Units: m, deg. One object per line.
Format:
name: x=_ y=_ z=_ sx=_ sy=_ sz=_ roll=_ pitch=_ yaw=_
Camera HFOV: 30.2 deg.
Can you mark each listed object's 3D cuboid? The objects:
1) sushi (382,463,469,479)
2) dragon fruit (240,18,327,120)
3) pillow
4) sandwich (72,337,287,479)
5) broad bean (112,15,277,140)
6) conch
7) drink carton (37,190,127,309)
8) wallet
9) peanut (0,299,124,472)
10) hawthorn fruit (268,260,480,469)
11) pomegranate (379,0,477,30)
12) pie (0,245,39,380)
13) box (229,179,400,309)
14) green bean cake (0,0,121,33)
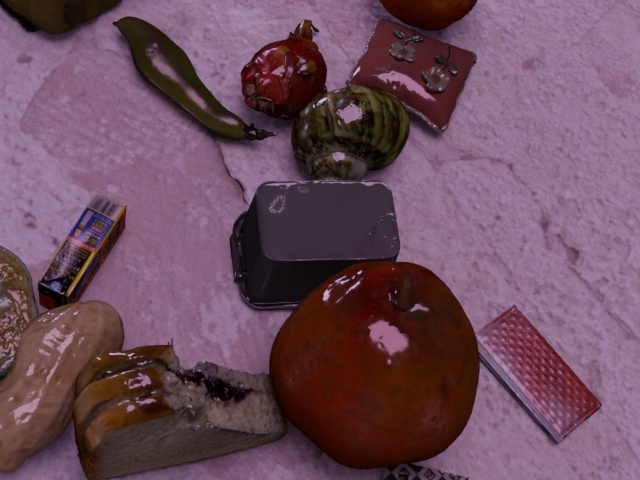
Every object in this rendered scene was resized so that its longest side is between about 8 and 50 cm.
sushi: x=0.135 y=0.364 z=1.588 sx=0.126 sy=0.026 sz=0.120 roll=16 pitch=57 yaw=-9
dragon fruit: x=-0.045 y=-0.277 z=1.851 sx=0.125 sy=0.125 sz=0.246 roll=44 pitch=35 yaw=-23
pillow: x=0.149 y=-0.276 z=1.908 sx=0.179 sy=0.075 sz=0.171 roll=24 pitch=58 yaw=2
sandwich: x=-0.166 y=0.209 z=1.477 sx=0.288 sy=0.254 sz=0.100 roll=-9 pitch=62 yaw=-19
broad bean: x=-0.202 y=-0.236 z=1.821 sx=0.325 sy=0.067 sz=0.075 roll=42 pitch=92 yaw=9
conch: x=0.051 y=-0.149 z=1.782 sx=0.187 sy=0.124 sz=0.181 roll=30 pitch=95 yaw=-30
drink carton: x=-0.332 y=0.018 z=1.645 sx=0.056 sy=0.071 sz=0.166 roll=25 pitch=59 yaw=6
wallet: x=0.311 y=0.192 z=1.722 sx=0.103 sy=0.020 sz=0.196 roll=-34 pitch=73 yaw=-25
peanut: x=-0.355 y=0.176 z=1.528 sx=0.123 sy=0.123 sz=0.257 roll=33 pitch=61 yaw=6
hawthorn fruit: x=0.085 y=0.142 z=1.531 sx=0.277 sy=0.298 sz=0.277 roll=10 pitch=43 yaw=-9
pomegranate: x=0.183 y=-0.453 z=1.923 sx=0.210 sy=0.235 sz=0.210 roll=3 pitch=80 yaw=-14
pie: x=-0.492 y=0.094 z=1.579 sx=0.240 sy=0.054 sz=0.240 roll=6 pitch=63 yaw=-11
box: x=0.000 y=0.000 z=1.691 sx=0.243 sy=0.135 sz=0.163 roll=0 pitch=62 yaw=-13
green bean cake: x=-0.410 y=-0.512 z=1.842 sx=0.310 sy=0.202 sz=0.285 roll=40 pitch=59 yaw=10
